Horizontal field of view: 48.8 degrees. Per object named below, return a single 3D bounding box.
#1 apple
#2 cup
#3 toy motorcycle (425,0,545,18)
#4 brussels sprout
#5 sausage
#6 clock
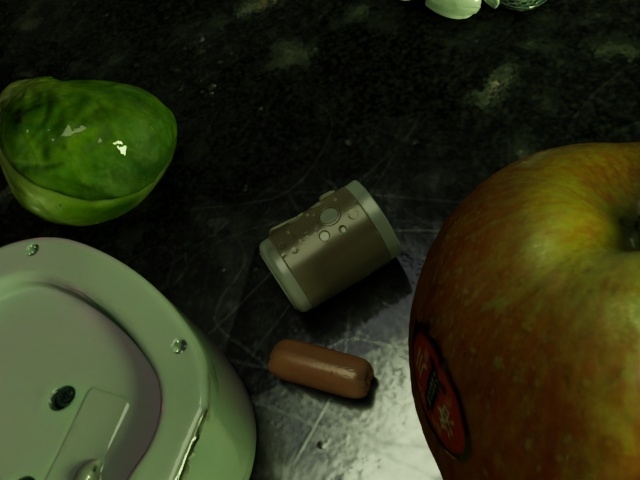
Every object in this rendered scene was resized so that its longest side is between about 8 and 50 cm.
[{"bbox_3d":[0.187,0.065,0.398,0.278,0.250,0.309,-34,55,-6],"label":"apple"},{"bbox_3d":[-0.001,-0.003,0.589,0.099,0.074,0.102,-32,58,-5],"label":"cup"},{"bbox_3d":[0.127,-0.301,0.732,0.151,0.074,0.228,-29,66,-9],"label":"toy motorcycle"},{"bbox_3d":[-0.229,-0.088,0.666,0.183,0.131,0.145,3,56,11],"label":"brussels sprout"},{"bbox_3d":[0.000,0.100,0.553,0.083,0.034,0.034,12,64,20],"label":"sausage"},{"bbox_3d":[-0.224,0.162,0.536,0.339,0.102,0.338,-7,59,11],"label":"clock"}]
